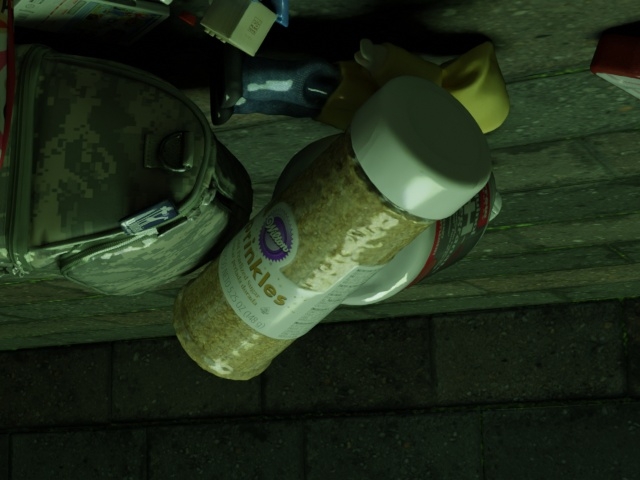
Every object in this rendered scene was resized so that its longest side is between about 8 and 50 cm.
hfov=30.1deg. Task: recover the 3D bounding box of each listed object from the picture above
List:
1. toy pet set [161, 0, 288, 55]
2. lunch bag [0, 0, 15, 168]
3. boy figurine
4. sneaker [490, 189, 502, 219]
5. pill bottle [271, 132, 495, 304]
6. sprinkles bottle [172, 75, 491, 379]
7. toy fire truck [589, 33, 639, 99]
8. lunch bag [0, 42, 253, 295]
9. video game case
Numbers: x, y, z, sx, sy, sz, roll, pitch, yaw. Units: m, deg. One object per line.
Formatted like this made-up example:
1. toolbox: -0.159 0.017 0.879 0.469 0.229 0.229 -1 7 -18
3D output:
1. toy pet set: -0.087 -0.203 0.938 0.114 0.065 0.122 32 -176 29
2. lunch bag: -0.319 -0.093 0.886 0.120 0.258 0.293 5 167 -33
3. boy figurine: 0.043 -0.147 1.099 0.285 0.092 0.177 0 169 -10
4. sneaker: 0.129 -0.061 1.611 0.232 0.090 0.115 6 177 10
5. pill bottle: 0.088 -0.041 1.318 0.176 0.176 0.318 -7 -174 25
6. sprinkles bottle: 0.000 0.000 1.097 0.121 0.121 0.355 7 143 -39
7. toy fire truck: 0.432 -0.129 1.148 0.254 0.169 0.302 21 -174 41
8. lunch bag: -0.203 -0.059 1.120 0.256 0.212 0.305 1 173 5
9. video game case: -0.203 -0.195 1.023 0.122 0.011 0.087 6 166 -33
